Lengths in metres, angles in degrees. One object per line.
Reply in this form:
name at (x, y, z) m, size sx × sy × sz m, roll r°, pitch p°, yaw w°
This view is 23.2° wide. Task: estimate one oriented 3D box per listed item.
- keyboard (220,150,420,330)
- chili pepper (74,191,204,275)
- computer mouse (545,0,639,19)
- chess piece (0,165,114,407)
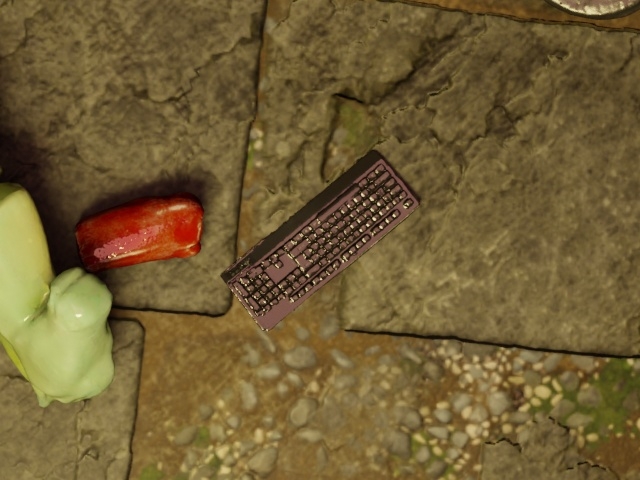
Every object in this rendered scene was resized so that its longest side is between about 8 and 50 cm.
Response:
keyboard at (0.000, 0.000, 1.507) m, size 0.196 × 0.015 × 0.074 m, roll -39°, pitch 95°, yaw -5°
chili pepper at (-0.167, -0.006, 1.461) m, size 0.123 × 0.073 × 0.070 m, roll -15°, pitch 60°, yaw -9°
computer mouse at (0.227, -0.330, 1.492) m, size 0.147 × 0.088 × 0.264 m, roll -32°, pitch 96°, yaw 11°
chess piece at (-0.286, 0.020, 1.395) m, size 0.176 × 0.176 × 0.298 m, roll -40°, pitch 97°, yaw -4°
